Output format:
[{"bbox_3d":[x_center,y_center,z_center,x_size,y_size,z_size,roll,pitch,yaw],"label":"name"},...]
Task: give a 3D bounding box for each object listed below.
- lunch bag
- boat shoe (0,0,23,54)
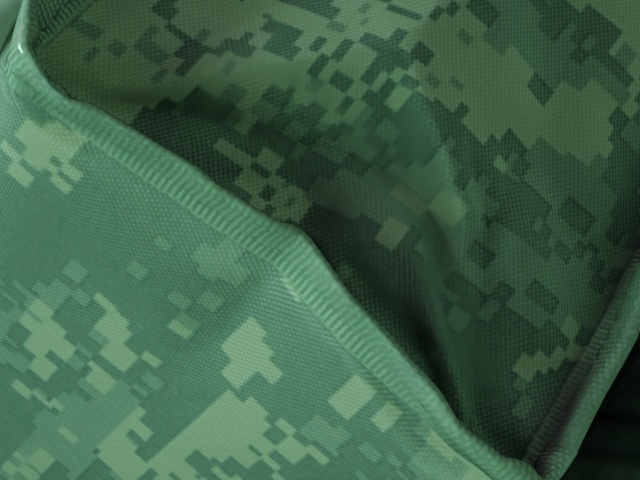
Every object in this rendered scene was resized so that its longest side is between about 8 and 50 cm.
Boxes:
[{"bbox_3d":[0.015,-0.040,0.556,0.287,0.169,0.235,-52,4,-35],"label":"lunch bag"},{"bbox_3d":[-0.119,-0.068,0.613,0.095,0.079,0.254,-59,-1,37],"label":"boat shoe"}]
